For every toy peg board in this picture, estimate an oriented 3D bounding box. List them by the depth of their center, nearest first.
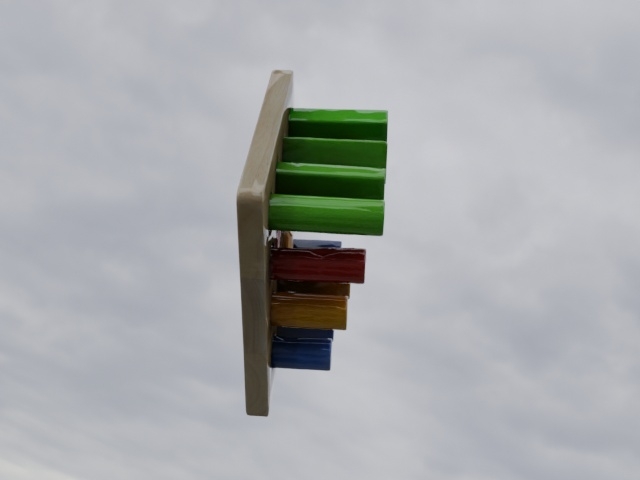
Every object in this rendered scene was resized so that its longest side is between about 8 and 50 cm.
[{"bbox_3d":[0.000,0.000,0.612,0.079,0.161,0.160,3,-56,4],"label":"toy peg board"}]
